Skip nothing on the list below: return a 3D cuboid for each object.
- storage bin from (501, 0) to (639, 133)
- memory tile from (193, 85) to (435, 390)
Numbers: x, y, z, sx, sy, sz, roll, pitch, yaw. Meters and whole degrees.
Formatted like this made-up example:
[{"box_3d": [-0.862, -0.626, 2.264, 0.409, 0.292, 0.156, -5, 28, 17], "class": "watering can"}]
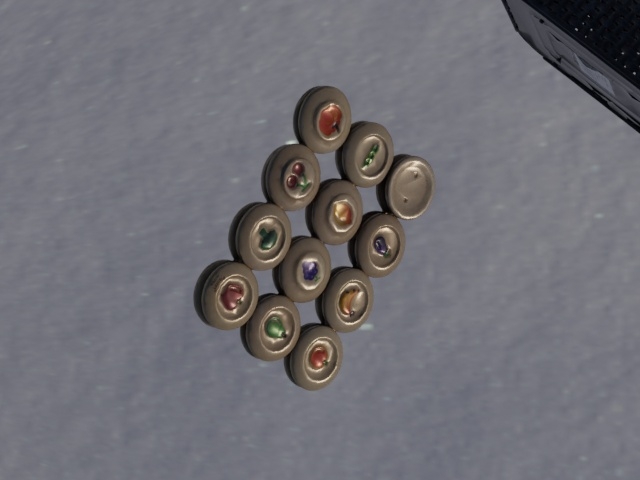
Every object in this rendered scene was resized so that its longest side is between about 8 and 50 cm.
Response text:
[{"box_3d": [0.217, -0.139, 1.350, 0.180, 0.122, 0.084, 40, 88, 23], "class": "storage bin"}, {"box_3d": [0.000, 0.000, 1.070, 0.113, 0.012, 0.148, 39, 73, -38], "class": "memory tile"}]
